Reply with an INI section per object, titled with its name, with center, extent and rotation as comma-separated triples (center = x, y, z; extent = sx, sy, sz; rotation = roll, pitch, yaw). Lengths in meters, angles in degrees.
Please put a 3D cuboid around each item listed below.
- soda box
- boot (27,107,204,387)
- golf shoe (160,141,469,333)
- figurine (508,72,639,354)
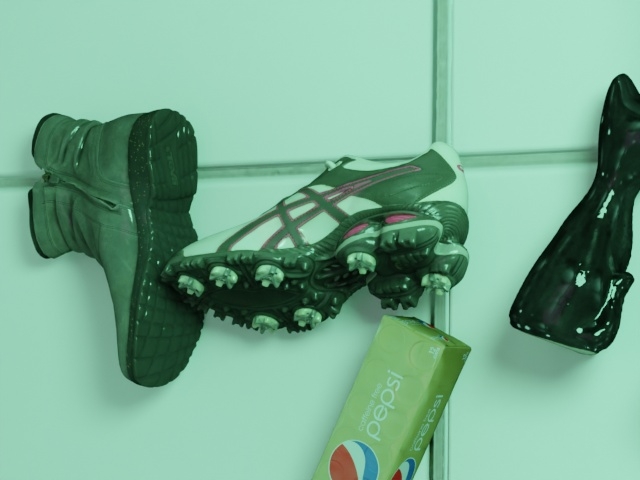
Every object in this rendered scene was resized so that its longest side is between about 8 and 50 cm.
[soda box]
center = 0.051, 0.152, 1.386
extent = 0.061, 0.058, 0.181
rotation = 27, 99, 26
[boot]
center = -0.184, 0.006, 1.520
extent = 0.161, 0.083, 0.246
rotation = -4, 82, 37
[golf shoe]
center = 0.000, 0.000, 1.414
extent = 0.273, 0.105, 0.120
rotation = -10, 50, 27
[figurine]
center = 0.272, 0.002, 1.274
extent = 0.215, 0.092, 0.209
rotation = 21, 91, 26
